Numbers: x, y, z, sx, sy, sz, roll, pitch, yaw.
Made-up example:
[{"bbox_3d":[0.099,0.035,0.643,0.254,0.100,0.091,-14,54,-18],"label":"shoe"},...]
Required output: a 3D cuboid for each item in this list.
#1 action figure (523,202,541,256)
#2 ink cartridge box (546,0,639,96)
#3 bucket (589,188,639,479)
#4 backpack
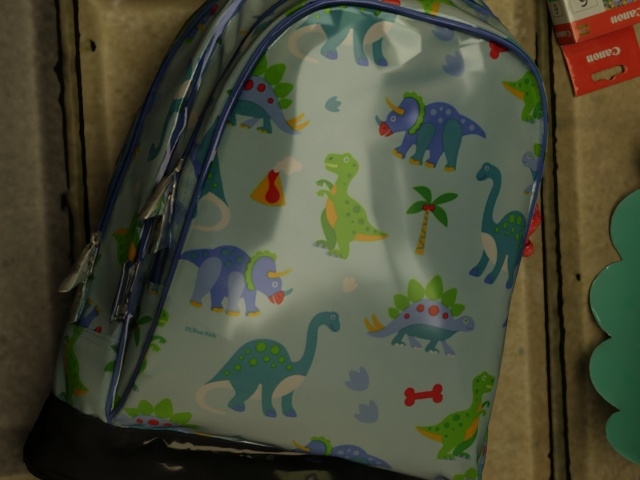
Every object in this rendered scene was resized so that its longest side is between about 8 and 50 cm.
[{"bbox_3d":[0.125,-0.041,1.166,0.038,0.030,0.115,-24,104,-10],"label":"action figure"},{"bbox_3d":[0.193,-0.164,1.181,0.063,0.029,0.115,-19,98,-16],"label":"ink cartridge box"},{"bbox_3d":[0.326,0.051,1.116,0.183,0.281,0.281,15,88,-24],"label":"bucket"},{"bbox_3d":[0.000,0.000,1.032,0.290,0.273,0.355,16,75,-11],"label":"backpack"}]
